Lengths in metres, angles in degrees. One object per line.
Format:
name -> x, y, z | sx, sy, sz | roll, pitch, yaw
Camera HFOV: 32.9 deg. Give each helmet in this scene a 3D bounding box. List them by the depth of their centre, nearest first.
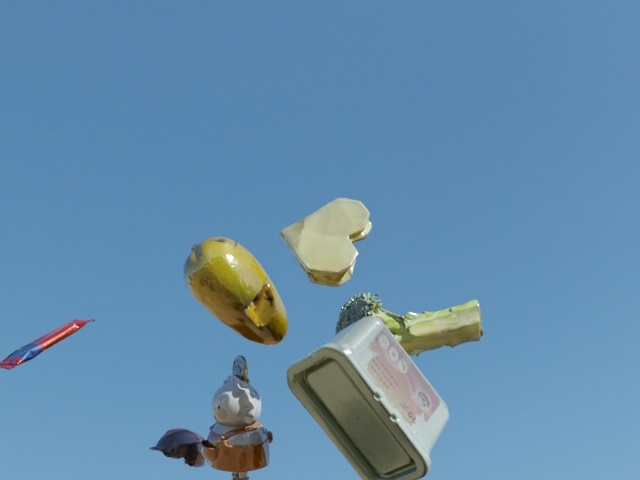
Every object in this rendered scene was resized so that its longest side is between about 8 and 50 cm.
helmet -> -0.295, 0.436, 2.309 | 0.123, 0.070, 0.098 | 22, -12, 7

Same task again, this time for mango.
mango -> -0.148, 0.100, 2.003 | 0.130, 0.167, 0.262 | -39, -46, 3

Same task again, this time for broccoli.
broccoli -> 0.203, 0.199, 2.561 | 0.361, 0.252, 0.221 | -32, 2, -8

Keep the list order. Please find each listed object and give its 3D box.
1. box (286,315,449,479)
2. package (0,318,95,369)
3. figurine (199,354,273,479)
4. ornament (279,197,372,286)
box -> 0.108, 0.304, 2.114 | 0.175, 0.182, 0.312 | -34, -84, 41
package -> -0.530, 0.197, 2.074 | 0.200, 0.022, 0.083 | -32, 14, -37
figurine -> -0.158, 0.367, 2.152 | 0.143, 0.271, 0.143 | 14, -2, 1
ornament -> 0.000, 0.000, 2.164 | 0.180, 0.201, 0.059 | 7, -44, 18
